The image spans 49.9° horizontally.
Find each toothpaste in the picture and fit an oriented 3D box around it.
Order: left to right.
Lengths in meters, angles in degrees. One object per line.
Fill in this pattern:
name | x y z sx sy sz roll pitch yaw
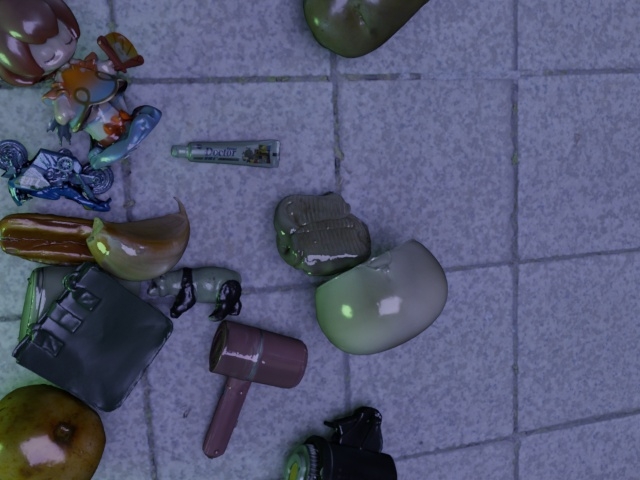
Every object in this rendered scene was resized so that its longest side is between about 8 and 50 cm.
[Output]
toothpaste | -0.215 -0.203 1.587 0.255 0.037 0.067 -1 98 -21

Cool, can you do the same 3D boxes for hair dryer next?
hair dryer | -0.187 0.376 1.650 0.210 0.125 0.353 17 102 -20

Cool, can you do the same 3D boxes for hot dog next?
hot dog | -0.554 0.002 1.491 0.268 0.072 0.115 9 95 -20

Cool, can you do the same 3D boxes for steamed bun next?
steamed bun | -0.001 -0.002 1.623 0.217 0.144 0.211 -8 58 -15
steamed bun | 0.146 0.144 1.592 0.324 0.324 0.206 -26 84 -12

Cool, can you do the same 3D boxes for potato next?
potato | 0.102 -0.566 1.532 0.326 0.221 0.243 -44 99 6

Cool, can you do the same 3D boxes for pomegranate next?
pomegranate | -0.593 0.434 1.458 0.260 0.260 0.261 -2 99 -17

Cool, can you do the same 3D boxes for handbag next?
handbag | -0.479 0.208 1.462 0.260 0.079 0.248 44 75 -32
handbag | -0.502 0.175 1.545 0.315 0.109 0.241 9 96 -31

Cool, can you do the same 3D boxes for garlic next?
garlic | -0.378 0.003 1.494 0.244 0.145 0.164 -21 87 -47

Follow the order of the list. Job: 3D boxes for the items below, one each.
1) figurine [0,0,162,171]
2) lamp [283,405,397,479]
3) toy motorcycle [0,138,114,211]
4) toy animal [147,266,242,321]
figurine | -0.522 -0.344 1.367 0.388 0.248 0.277 50 54 -30
lamp | 0.045 0.611 1.691 0.272 0.205 0.374 -2 82 -21
toy motorcycle | -0.568 -0.125 1.463 0.254 0.092 0.136 12 103 -27
toy animal | -0.284 0.119 1.580 0.225 0.094 0.121 4 95 -16
